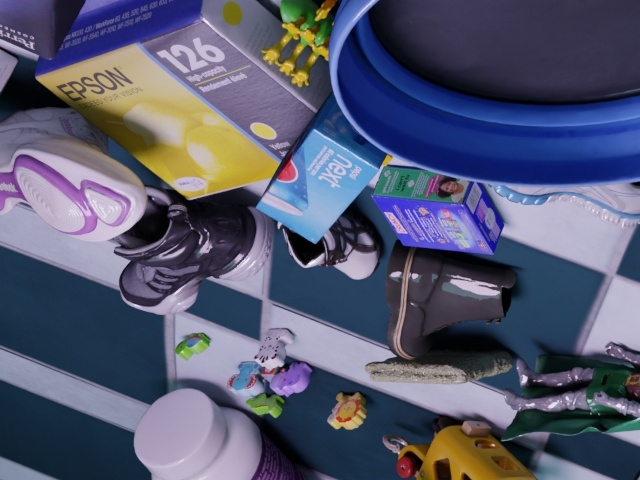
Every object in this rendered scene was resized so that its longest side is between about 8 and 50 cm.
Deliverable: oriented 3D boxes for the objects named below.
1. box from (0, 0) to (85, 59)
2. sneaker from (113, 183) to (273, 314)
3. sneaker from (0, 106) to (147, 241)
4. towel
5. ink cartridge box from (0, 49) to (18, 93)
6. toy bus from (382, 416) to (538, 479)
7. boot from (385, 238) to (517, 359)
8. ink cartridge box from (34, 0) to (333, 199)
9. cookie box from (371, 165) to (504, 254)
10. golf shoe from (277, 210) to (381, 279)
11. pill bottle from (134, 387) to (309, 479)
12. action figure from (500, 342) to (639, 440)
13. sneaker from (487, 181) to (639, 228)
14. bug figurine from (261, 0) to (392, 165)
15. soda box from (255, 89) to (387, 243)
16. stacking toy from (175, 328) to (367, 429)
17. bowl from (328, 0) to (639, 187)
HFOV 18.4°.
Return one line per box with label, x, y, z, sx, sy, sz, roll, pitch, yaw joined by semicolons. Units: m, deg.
box;-0.314;-0.336;1.634;0.296;0.182;0.294;23;155;3
sneaker;-0.183;0.004;2.214;0.153;0.101;0.268;20;154;-33
sneaker;-0.266;-0.090;2.074;0.305;0.152;0.114;16;137;47
towel;0.135;0.143;2.264;0.148;0.027;0.110;0;-173;42
ink cartridge box;-0.425;-0.196;2.123;0.180;0.060;0.104;28;155;-9
toy bus;0.178;0.273;2.441;0.202;0.191;0.104;23;111;1
boot;0.146;0.082;2.156;0.137;0.077;0.198;12;153;14
ink cartridge box;-0.141;-0.166;1.933;0.307;0.072;0.304;36;153;-29
cookie box;0.118;-0.030;1.996;0.107;0.040;0.092;6;149;32
golf shoe;0.000;0.000;2.096;0.077;0.094;0.198;6;150;31
pill bottle;-0.129;0.334;2.745;0.169;0.169;0.301;4;147;36
action figure;0.316;0.160;2.126;0.232;0.137;0.063;-2;132;28
sneaker;0.232;-0.071;1.785;0.191;0.071;0.083;11;147;-22
bug figurine;0.073;-0.167;1.743;0.216;0.072;0.279;34;156;-10
soda box;0.008;-0.072;1.829;0.071;0.067;0.210;31;155;-4
stacking toy;-0.067;0.181;2.539;0.221;0.052;0.167;-5;142;46
bowl;0.201;-0.160;1.498;0.391;0.077;0.391;-1;154;0
